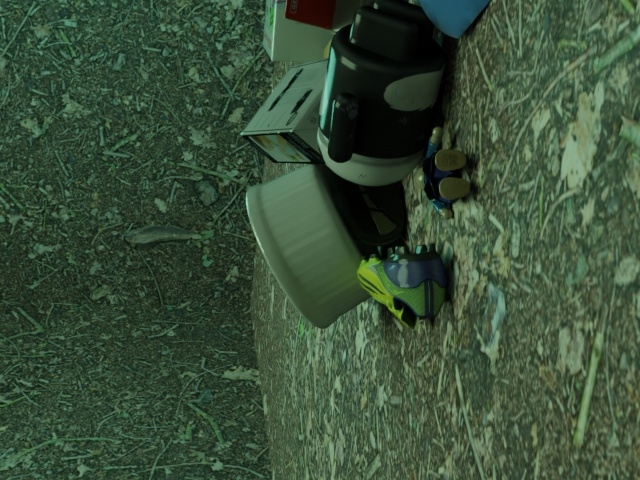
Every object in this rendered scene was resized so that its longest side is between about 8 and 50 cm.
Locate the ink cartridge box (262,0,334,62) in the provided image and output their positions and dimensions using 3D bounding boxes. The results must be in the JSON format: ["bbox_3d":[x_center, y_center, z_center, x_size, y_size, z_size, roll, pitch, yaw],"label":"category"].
[{"bbox_3d":[0.000,-0.489,1.988,0.198,0.197,0.270,-114,27,-69],"label":"ink cartridge box"}]

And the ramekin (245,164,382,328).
[{"bbox_3d":[0.000,0.000,1.758,0.277,0.135,0.277,57,-167,-22],"label":"ramekin"}]

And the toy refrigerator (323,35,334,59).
[{"bbox_3d":[0.076,-0.328,1.804,0.269,0.102,0.094,160,112,-80],"label":"toy refrigerator"}]

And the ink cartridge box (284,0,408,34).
[{"bbox_3d":[0.059,-0.446,1.543,0.060,0.239,0.275,14,98,34],"label":"ink cartridge box"}]

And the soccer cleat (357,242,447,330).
[{"bbox_3d":[0.116,0.076,1.529,0.289,0.093,0.121,145,120,-78],"label":"soccer cleat"}]

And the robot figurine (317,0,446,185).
[{"bbox_3d":[0.085,-0.215,1.515,0.173,0.209,0.278,-123,33,-45],"label":"robot figurine"}]

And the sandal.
[{"bbox_3d":[0.074,-0.109,1.757,0.086,0.120,0.303,82,-177,-57],"label":"sandal"}]

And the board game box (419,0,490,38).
[{"bbox_3d":[0.182,-0.351,1.353,0.133,0.033,0.169,61,156,9],"label":"board game box"}]

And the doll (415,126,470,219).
[{"bbox_3d":[0.165,-0.092,1.409,0.189,0.046,0.129,178,85,-86],"label":"doll"}]

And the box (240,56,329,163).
[{"bbox_3d":[-0.019,-0.221,1.756,0.169,0.087,0.290,-54,20,-10],"label":"box"}]
